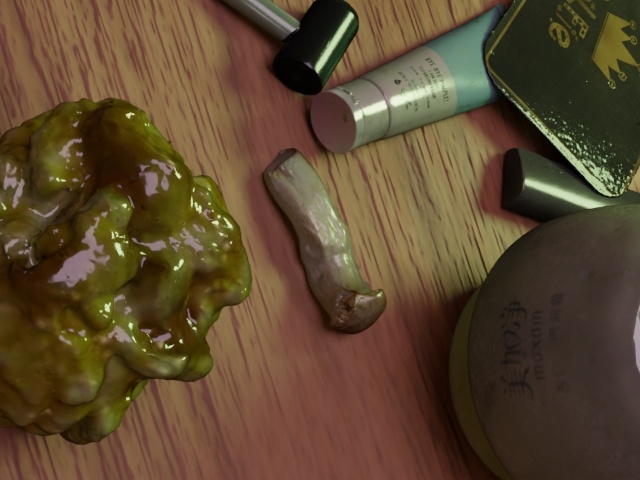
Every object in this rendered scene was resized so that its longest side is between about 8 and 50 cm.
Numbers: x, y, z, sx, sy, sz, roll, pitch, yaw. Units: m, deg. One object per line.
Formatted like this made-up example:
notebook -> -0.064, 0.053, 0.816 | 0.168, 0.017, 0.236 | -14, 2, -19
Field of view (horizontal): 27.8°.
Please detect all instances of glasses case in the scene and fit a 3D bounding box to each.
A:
glasses case -> 0.293, -0.047, 1.478 | 0.191, 0.042, 0.072 | 18, 62, -24

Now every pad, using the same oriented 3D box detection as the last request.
pad -> 0.332, -0.271, 1.520 | 0.315, 0.063, 0.375 | 43, 55, -12

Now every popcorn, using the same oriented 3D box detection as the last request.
popcorn -> -0.199, 0.033, 1.075 | 0.282, 0.247, 0.282 | 1, 89, -30

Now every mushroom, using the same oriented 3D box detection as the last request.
mushroom -> 0.003, -0.002, 1.302 | 0.059, 0.054, 0.202 | -21, 84, -30

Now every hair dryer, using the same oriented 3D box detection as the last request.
hair dryer -> -0.059, -0.242, 1.330 | 0.198, 0.057, 0.100 | 34, 62, -11

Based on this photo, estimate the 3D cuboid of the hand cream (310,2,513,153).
hand cream -> 0.121, -0.175, 1.412 | 0.312, 0.070, 0.111 | -24, 88, -39

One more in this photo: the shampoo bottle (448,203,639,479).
shampoo bottle -> 0.308, 0.122, 1.281 | 0.323, 0.317, 0.322 | 8, 75, -30
